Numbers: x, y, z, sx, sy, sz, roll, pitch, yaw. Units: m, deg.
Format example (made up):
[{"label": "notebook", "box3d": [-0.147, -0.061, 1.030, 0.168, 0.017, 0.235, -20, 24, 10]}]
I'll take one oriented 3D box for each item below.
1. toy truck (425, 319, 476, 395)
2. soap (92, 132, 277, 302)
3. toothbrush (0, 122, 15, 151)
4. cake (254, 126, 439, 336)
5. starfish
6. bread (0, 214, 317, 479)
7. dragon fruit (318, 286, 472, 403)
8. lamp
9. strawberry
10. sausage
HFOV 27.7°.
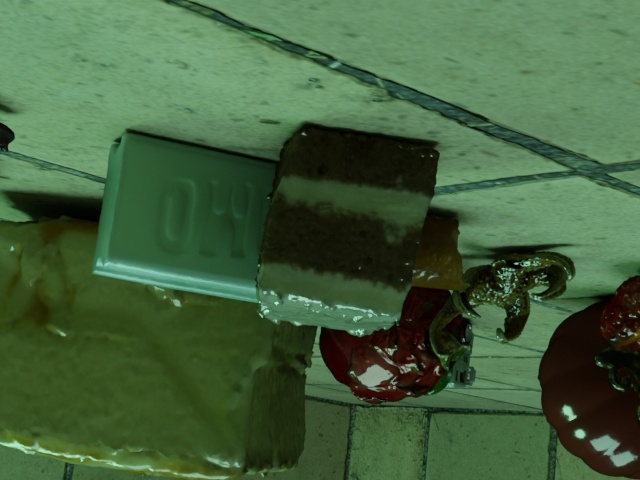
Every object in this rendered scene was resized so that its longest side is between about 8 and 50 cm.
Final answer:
[{"label": "toy truck", "box3d": [0.147, 0.163, 1.899, 0.101, 0.125, 0.242, 0, 169, 27]}, {"label": "soap", "box3d": [-0.090, -0.014, 1.129, 0.198, 0.119, 0.066, 11, 169, -22]}, {"label": "toothbrush", "box3d": [-0.285, -0.122, 0.903, 0.041, 0.041, 0.364, 5, 169, 7]}, {"label": "cake", "box3d": [0.018, -0.002, 1.049, 0.134, 0.147, 0.135, 7, 168, -5]}, {"label": "starfish", "box3d": [0.196, 0.057, 1.396, 0.146, 0.074, 0.190, -2, 153, -27]}, {"label": "bread", "box3d": [-0.207, 0.126, 1.513, 0.390, 0.279, 0.371, 4, 171, 12]}, {"label": "dragon fruit", "box3d": [0.083, 0.112, 1.545, 0.172, 0.172, 0.209, 10, 171, -18]}, {"label": "lamp", "box3d": [0.375, 0.186, 1.611, 0.227, 0.227, 0.227, 6, 169, 1]}, {"label": "strawberry", "box3d": [0.374, 0.078, 1.418, 0.140, 0.085, 0.192, -10, 167, 33]}, {"label": "sausage", "box3d": [-0.001, -0.001, 1.254, 0.302, 0.076, 0.103, 7, 169, -1]}]
